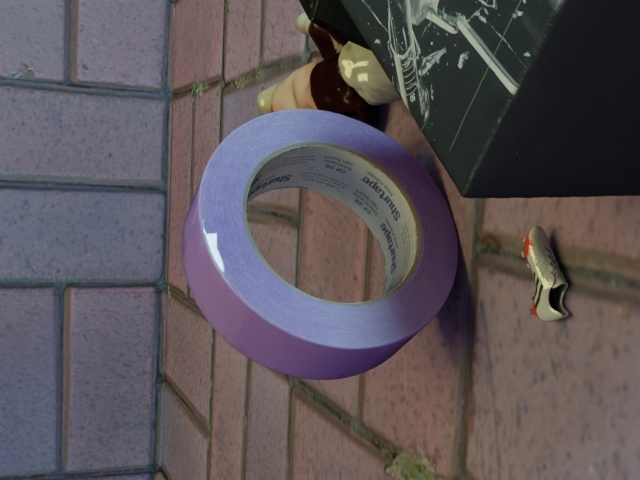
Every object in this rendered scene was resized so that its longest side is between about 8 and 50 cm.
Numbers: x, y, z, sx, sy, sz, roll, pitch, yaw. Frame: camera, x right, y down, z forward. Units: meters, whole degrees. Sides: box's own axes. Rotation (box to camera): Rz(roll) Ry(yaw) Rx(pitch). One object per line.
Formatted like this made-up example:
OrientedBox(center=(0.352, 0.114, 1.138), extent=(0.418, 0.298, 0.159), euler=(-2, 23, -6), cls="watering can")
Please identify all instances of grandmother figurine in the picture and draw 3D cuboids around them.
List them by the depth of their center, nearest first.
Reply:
OrientedBox(center=(0.020, -0.195, 1.097), extent=(0.208, 0.104, 0.342), euler=(64, 157, -9), cls="grandmother figurine")

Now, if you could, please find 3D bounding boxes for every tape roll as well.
OrientedBox(center=(0.000, 0.000, 0.886), extent=(0.090, 0.275, 0.275), euler=(125, 140, -54), cls="tape roll")

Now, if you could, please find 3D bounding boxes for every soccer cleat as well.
OrientedBox(center=(0.195, 0.028, 0.734), extent=(0.035, 0.029, 0.083), euler=(-10, 84, 59), cls="soccer cleat")

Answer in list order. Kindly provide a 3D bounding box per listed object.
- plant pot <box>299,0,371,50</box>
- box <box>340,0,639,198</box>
OrientedBox(center=(0.065, -0.300, 0.880), extent=(0.188, 0.167, 0.187), euler=(-112, 31, -42), cls="plant pot")
OrientedBox(center=(0.167, -0.256, 0.585), extent=(0.343, 0.179, 0.312), euler=(110, 146, -40), cls="box")
